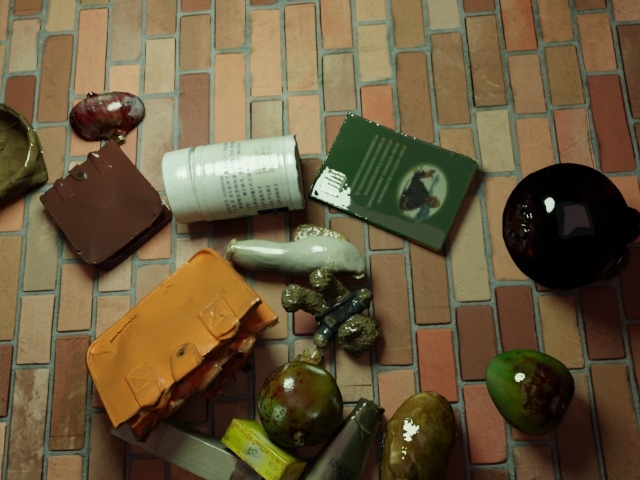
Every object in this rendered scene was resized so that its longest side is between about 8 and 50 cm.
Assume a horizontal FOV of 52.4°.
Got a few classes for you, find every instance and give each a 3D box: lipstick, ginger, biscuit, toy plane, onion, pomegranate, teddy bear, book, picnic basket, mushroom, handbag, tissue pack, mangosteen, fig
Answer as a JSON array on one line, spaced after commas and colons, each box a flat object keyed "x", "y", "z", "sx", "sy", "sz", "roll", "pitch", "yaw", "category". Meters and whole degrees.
[{"x": -0.302, "y": 0.483, "z": 1.512, "sx": 0.372, "sy": 0.076, "sz": 0.079, "roll": 22, "pitch": 86, "yaw": 9, "category": "lipstick"}, {"x": 0.204, "y": 0.490, "z": 1.435, "sx": 0.165, "sy": 0.172, "sz": 0.321, "roll": 2, "pitch": 74, "yaw": 46, "category": "ginger"}, {"x": 0.000, "y": 0.000, "z": 1.655, "sx": 0.147, "sy": 0.018, "sz": 0.071, "roll": 16, "pitch": 76, "yaw": 10, "category": "biscuit"}, {"x": -0.214, "y": 0.290, "z": 1.524, "sx": 0.077, "sy": 0.194, "sz": 0.126, "roll": -10, "pitch": 98, "yaw": 23, "category": "toy plane"}, {"x": -0.578, "y": -0.337, "z": 1.748, "sx": 0.206, "sy": 0.098, "sz": 0.151, "roll": -22, "pitch": 73, "yaw": -2, "category": "onion"}, {"x": -0.031, "y": 0.351, "z": 1.482, "sx": 0.198, "sy": 0.198, "sz": 0.246, "roll": 35, "pitch": 52, "yaw": 12, "category": "pomegranate"}, {"x": 0.039, "y": 0.163, "z": 1.555, "sx": 0.182, "sy": 0.129, "sz": 0.251, "roll": -40, "pitch": 101, "yaw": 17, "category": "teddy bear"}, {"x": 0.187, "y": -0.155, "z": 1.675, "sx": 0.371, "sy": 0.043, "sz": 0.260, "roll": 24, "pitch": 80, "yaw": 11, "category": "book"}, {"x": -0.897, "y": -0.228, "z": 1.630, "sx": 0.337, "sy": 0.337, "sz": 0.293, "roll": -29, "pitch": 75, "yaw": -4, "category": "picnic basket"}, {"x": -0.066, "y": 0.042, "z": 1.598, "sx": 0.352, "sy": 0.109, "sz": 0.097, "roll": 1, "pitch": 58, "yaw": 11, "category": "mushroom"}, {"x": -0.558, "y": -0.090, "z": 1.692, "sx": 0.260, "sy": 0.084, "sz": 0.275, "roll": -40, "pitch": 75, "yaw": -4, "category": "handbag"}, {"x": -0.126, "y": 0.474, "z": 1.463, "sx": 0.176, "sy": 0.095, "sz": 0.062, "roll": 28, "pitch": 89, "yaw": 32, "category": "tissue pack"}, {"x": -0.330, "y": 0.225, "z": 1.500, "sx": 0.410, "sy": 0.116, "sz": 0.303, "roll": -42, "pitch": 42, "yaw": -8, "category": "handbag"}, {"x": 0.578, "y": -0.033, "z": 1.484, "sx": 0.314, "sy": 0.297, "sz": 0.296, "roll": -1, "pitch": 75, "yaw": 7, "category": "mangosteen"}, {"x": 0.462, "y": 0.331, "z": 1.459, "sx": 0.181, "sy": 0.181, "sz": 0.191, "roll": -48, "pitch": 53, "yaw": -9, "category": "fig"}]

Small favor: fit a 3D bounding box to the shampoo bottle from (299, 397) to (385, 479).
[{"x": 0.035, "y": 0.521, "z": 1.471, "sx": 0.126, "sy": 0.084, "sz": 0.350, "roll": 36, "pitch": 77, "yaw": -17, "category": "shampoo bottle"}]

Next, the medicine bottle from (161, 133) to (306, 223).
[{"x": -0.212, "y": -0.151, "z": 1.623, "sx": 0.332, "sy": 0.190, "sz": 0.189, "roll": -7, "pitch": 74, "yaw": 2, "category": "medicine bottle"}]
